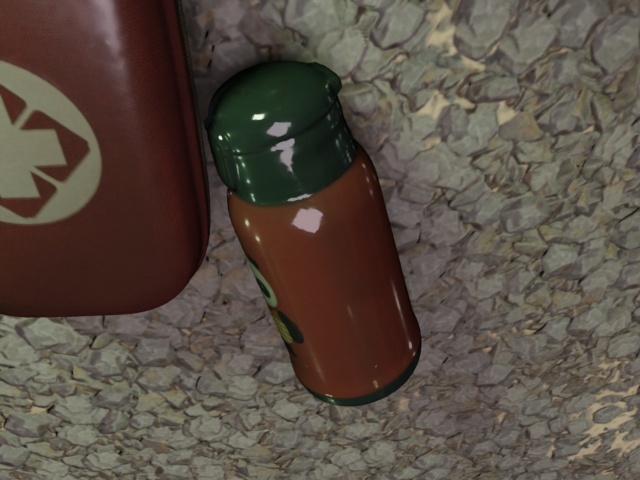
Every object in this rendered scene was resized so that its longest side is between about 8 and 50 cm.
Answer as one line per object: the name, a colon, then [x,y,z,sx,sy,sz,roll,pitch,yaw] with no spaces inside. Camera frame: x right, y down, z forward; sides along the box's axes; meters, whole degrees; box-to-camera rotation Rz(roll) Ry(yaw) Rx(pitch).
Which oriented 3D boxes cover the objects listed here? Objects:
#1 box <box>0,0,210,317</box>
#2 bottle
box: [-0.222,-0.098,0.434,0.262,0.108,0.404,-2,129,-1]
bottle: [0.000,0.000,0.540,0.143,0.144,0.336,-16,127,4]
